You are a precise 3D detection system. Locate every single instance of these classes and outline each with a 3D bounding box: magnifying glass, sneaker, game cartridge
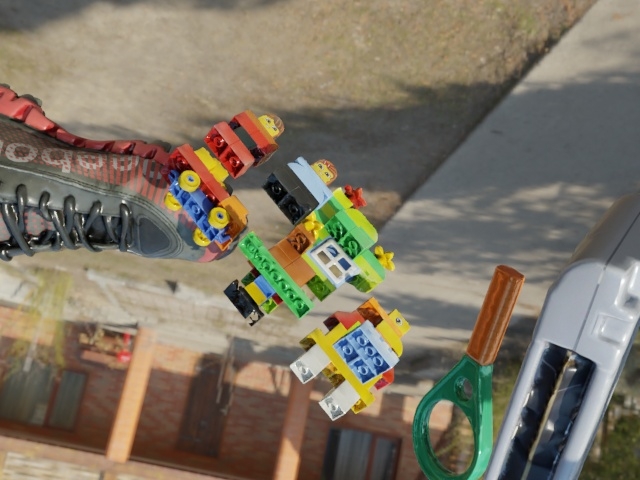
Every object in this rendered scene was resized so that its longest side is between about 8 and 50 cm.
[{"bbox_3d":[0.143,0.132,0.760,0.026,0.231,0.092,-2,-154,-35],"label":"magnifying glass"},{"bbox_3d":[-0.198,-0.030,0.628,0.276,0.135,0.097,21,134,10],"label":"sneaker"},{"bbox_3d":[0.172,0.118,0.563,0.060,0.294,0.196,24,-154,27],"label":"game cartridge"}]

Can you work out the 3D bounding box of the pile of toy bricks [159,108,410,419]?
[{"bbox_3d":[0.000,0.000,0.538,0.212,0.105,0.118,51,136,3],"label":"pile of toy bricks"}]
